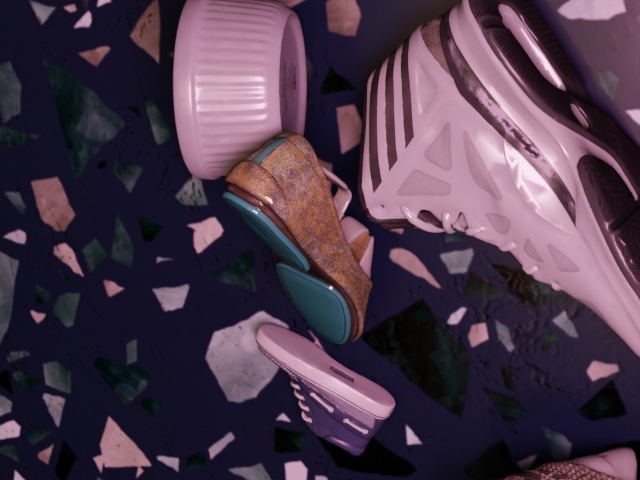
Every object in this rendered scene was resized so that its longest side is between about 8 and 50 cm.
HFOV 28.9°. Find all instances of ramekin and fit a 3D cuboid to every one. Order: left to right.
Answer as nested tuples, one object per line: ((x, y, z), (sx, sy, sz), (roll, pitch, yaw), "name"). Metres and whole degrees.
((-0.082, -0.169, 1.360), (0.109, 0.207, 0.207), (1, 106, 10), "ramekin")

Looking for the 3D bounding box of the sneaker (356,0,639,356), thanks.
((0.209, -0.033, 1.344), (0.257, 0.169, 0.447), (-32, 92, 38), "sneaker")

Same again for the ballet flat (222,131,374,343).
((0.000, 0.000, 1.366), (0.123, 0.348, 0.123), (-9, 58, 15), "ballet flat")

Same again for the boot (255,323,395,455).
((-0.010, 0.183, 1.504), (0.190, 0.069, 0.086), (32, 110, 6), "boot")

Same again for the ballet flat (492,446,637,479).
((0.383, 0.323, 1.355), (0.483, 0.182, 0.164), (15, 138, 16), "ballet flat")
